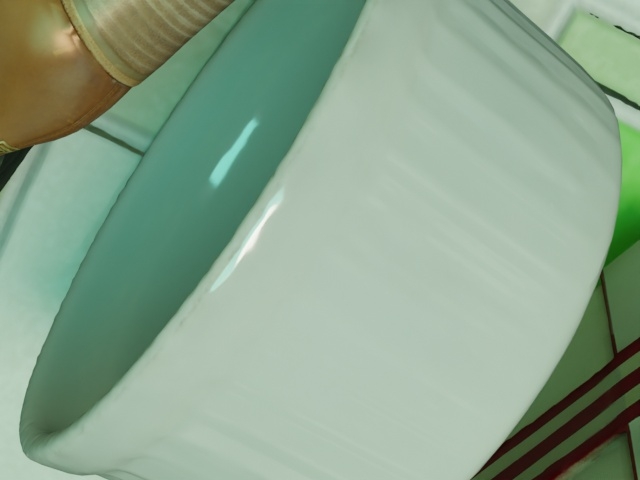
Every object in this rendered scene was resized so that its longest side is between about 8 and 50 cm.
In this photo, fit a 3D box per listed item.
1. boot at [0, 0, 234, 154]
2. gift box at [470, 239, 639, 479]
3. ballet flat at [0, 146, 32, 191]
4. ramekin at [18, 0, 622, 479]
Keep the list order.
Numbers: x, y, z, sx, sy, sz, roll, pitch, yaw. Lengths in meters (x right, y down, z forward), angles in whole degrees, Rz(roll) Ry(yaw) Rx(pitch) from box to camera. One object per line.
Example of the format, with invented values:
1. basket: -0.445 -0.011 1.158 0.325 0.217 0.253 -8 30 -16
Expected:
1. boot: -0.166 -0.162 0.514 0.220 0.109 0.283 -31 78 13
2. gift box: 0.193 0.172 0.575 0.276 0.255 0.258 39 116 -17
3. ballet flat: -0.233 0.002 0.598 0.095 0.096 0.280 32 103 -10
4. ramekin: 0.000 0.000 0.517 0.135 0.277 0.277 33 103 -18
